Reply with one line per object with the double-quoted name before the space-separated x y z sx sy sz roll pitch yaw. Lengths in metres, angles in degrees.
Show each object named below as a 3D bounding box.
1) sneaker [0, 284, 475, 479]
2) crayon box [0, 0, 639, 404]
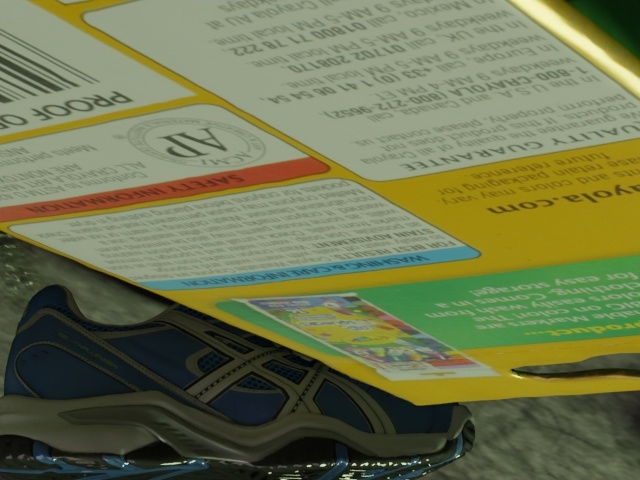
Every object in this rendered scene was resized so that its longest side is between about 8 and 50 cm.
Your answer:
"sneaker" -0.032 0.064 0.796 0.211 0.081 0.080 7 158 -20
"crayon box" 0.020 -0.038 0.474 0.203 0.083 0.323 -8 158 35
